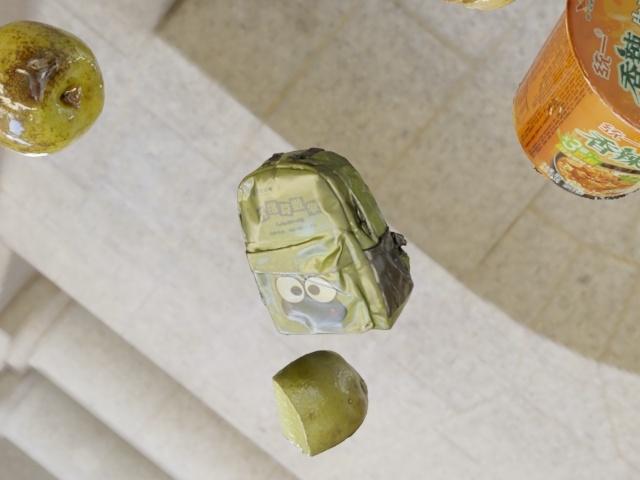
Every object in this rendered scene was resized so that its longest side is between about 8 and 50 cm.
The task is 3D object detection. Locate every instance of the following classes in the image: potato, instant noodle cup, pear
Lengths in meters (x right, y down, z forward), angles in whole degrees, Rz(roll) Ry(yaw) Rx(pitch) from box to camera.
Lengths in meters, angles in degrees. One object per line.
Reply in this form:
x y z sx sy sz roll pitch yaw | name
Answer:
0.014 0.201 1.750 0.149 0.081 0.120 -39 142 -27 | potato
0.312 -0.154 1.332 0.230 0.230 0.182 -52 180 -31 | instant noodle cup
-0.419 -0.221 1.881 0.197 0.197 0.197 -51 -178 3 | pear

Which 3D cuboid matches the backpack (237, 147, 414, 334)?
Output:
0.000 0.000 1.646 0.207 0.253 0.140 -6 -154 32 | backpack

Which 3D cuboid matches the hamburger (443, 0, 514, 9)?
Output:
0.136 -0.266 1.104 0.147 0.083 0.138 42 -64 57 | hamburger
